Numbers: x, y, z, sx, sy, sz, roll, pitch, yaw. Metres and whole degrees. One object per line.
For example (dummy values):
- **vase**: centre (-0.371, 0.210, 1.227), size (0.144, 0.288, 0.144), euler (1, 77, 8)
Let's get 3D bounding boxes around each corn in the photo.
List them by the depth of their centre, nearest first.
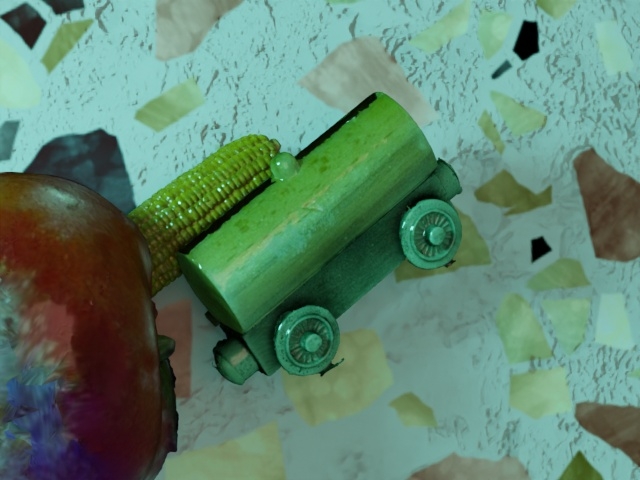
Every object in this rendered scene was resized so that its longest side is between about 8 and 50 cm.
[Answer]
- **corn**: centre (-0.129, -0.018, 1.496), size (0.238, 0.080, 0.080), euler (-40, 97, -20)

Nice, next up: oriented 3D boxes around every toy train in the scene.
- **toy train**: centre (-0.005, -0.002, 1.500), size (0.307, 0.126, 0.189), euler (-40, 107, -16)

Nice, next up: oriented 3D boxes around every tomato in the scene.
- **tomato**: centre (-0.272, 0.115, 1.353), size (0.290, 0.176, 0.335), euler (-6, 100, -1)
